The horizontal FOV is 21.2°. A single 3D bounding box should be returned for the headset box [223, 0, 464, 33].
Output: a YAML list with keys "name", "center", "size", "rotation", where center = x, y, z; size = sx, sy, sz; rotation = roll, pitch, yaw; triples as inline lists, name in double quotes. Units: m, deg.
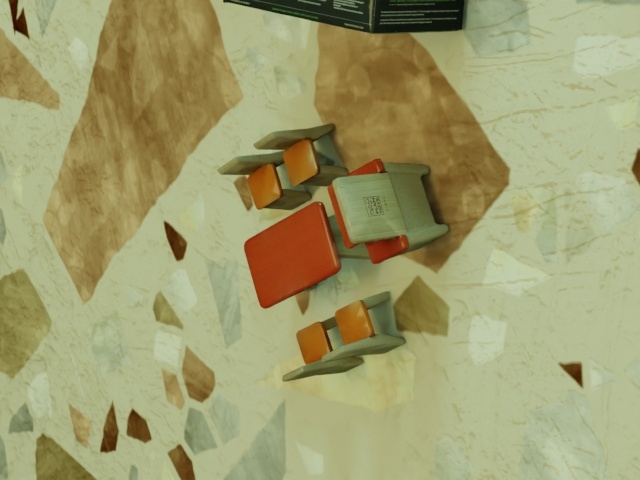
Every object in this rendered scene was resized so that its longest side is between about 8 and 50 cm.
- name: "headset box"
  center: [0.029, -0.369, 1.758]
  size: [0.246, 0.131, 0.283]
  rotation: [18, 110, 47]

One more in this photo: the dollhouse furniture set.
- name: "dollhouse furniture set"
  center: [0.000, 0.000, 1.850]
  size: [0.259, 0.135, 0.262]
  rotation: [-29, 74, 48]
